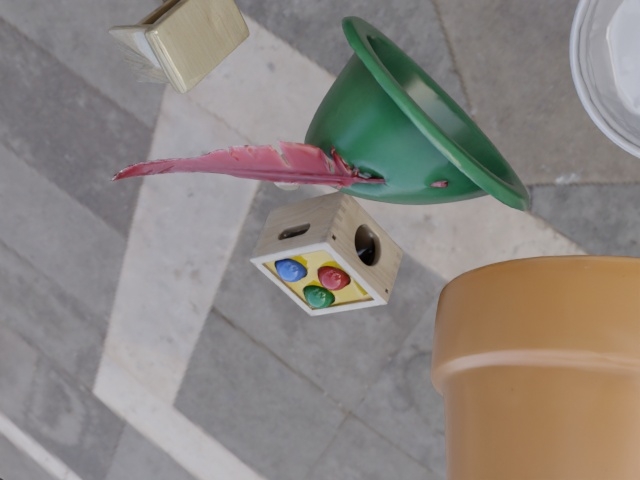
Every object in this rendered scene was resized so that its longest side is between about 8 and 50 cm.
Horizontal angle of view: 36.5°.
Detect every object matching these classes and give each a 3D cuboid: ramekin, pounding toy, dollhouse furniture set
[{"bbox_3d":[0.316,-0.165,0.804,0.207,0.109,0.207,4,103,18],"label":"ramekin"},{"bbox_3d":[0.003,-0.005,1.152,0.181,0.094,0.206,-13,135,40],"label":"pounding toy"},{"bbox_3d":[-0.053,-0.191,0.467,0.101,0.161,0.182,9,138,42],"label":"dollhouse furniture set"}]

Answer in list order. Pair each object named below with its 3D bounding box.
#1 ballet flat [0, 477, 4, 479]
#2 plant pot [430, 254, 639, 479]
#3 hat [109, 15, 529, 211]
[{"bbox_3d":[-0.392,0.192,0.591,0.182,0.483,0.164,-30,59,53],"label":"ballet flat"},{"bbox_3d":[0.201,0.156,0.629,0.291,0.203,0.291,12,159,5],"label":"plant pot"},{"bbox_3d":[0.013,-0.041,0.697,0.183,0.173,0.208,-44,88,18],"label":"hat"}]
